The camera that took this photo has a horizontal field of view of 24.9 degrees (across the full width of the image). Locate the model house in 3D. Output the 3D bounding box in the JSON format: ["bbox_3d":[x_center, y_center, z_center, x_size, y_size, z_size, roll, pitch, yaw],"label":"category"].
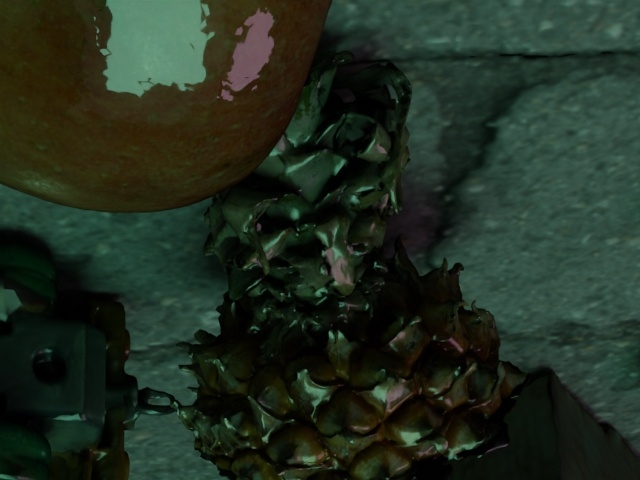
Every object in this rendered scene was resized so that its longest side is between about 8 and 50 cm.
[{"bbox_3d":[0.179,0.312,1.362,0.284,0.243,0.298,-24,129,26],"label":"model house"}]

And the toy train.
[{"bbox_3d":[-0.328,0.131,1.093,0.429,0.178,0.249,4,151,-14],"label":"toy train"}]

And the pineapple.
[{"bbox_3d":[0.000,0.000,0.979,0.262,0.262,0.271,-10,120,3],"label":"pineapple"}]

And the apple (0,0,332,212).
[{"bbox_3d":[-0.108,-0.139,0.727,0.254,0.253,0.253,-5,143,-4],"label":"apple"}]
